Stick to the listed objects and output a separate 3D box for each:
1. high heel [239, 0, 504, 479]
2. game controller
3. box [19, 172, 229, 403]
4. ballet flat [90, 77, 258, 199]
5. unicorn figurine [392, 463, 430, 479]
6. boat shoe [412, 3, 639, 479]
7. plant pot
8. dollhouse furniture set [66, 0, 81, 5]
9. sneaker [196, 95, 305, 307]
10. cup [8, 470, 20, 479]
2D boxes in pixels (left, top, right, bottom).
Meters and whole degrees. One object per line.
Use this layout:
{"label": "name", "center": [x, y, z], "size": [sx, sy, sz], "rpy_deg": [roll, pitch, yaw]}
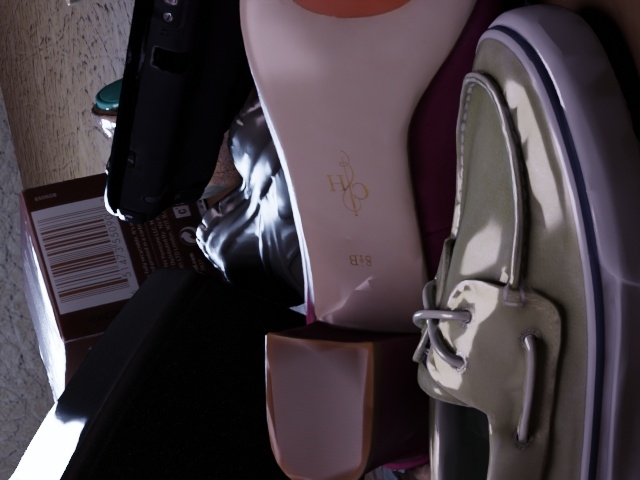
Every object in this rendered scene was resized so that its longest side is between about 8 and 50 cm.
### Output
{"label": "high heel", "center": [0.045, -0.068, 0.821], "size": [0.181, 0.127, 0.377], "rpy_deg": [-13, -66, -64]}
{"label": "game controller", "center": [-0.061, -0.142, 0.909], "size": [0.319, 0.067, 0.166], "rpy_deg": [111, 179, -55]}
{"label": "box", "center": [-0.190, 0.050, 1.569], "size": [0.203, 0.167, 0.168], "rpy_deg": [106, 146, -61]}
{"label": "ballet flat", "center": [-0.118, -0.086, 1.338], "size": [0.316, 0.107, 0.106], "rpy_deg": [-159, 50, -73]}
{"label": "unicorn figurine", "center": [0.079, 0.159, 0.943], "size": [0.162, 0.060, 0.111], "rpy_deg": [120, 146, -48]}
{"label": "boat shoe", "center": [0.090, 0.049, 0.724], "size": [0.109, 0.094, 0.302], "rpy_deg": [-139, 38, -64]}
{"label": "plant pot", "center": [-0.067, 0.115, 1.031], "size": [0.167, 0.187, 0.188], "rpy_deg": [-68, 15, -6]}
{"label": "dollhouse furniture set", "center": [-0.195, -0.371, 1.393], "size": [0.259, 0.135, 0.262], "rpy_deg": [62, 162, 10]}
{"label": "sneaker", "center": [0.000, 0.000, 1.000], "size": [0.130, 0.109, 0.286], "rpy_deg": [56, 165, 14]}
{"label": "cup", "center": [-0.157, 0.272, 1.460], "size": [0.331, 0.331, 0.237], "rpy_deg": [-145, 70, -67]}
